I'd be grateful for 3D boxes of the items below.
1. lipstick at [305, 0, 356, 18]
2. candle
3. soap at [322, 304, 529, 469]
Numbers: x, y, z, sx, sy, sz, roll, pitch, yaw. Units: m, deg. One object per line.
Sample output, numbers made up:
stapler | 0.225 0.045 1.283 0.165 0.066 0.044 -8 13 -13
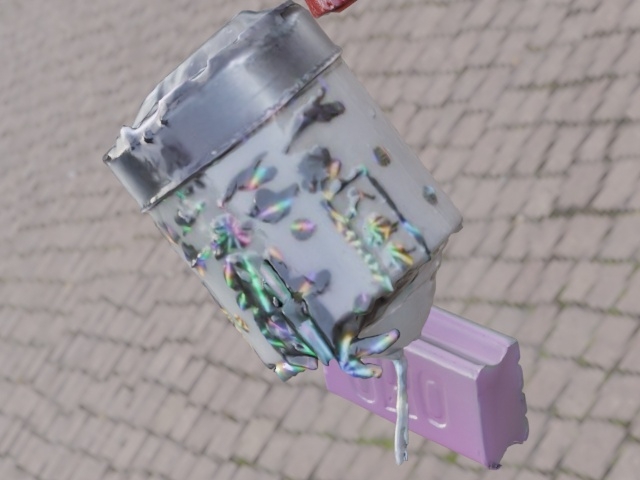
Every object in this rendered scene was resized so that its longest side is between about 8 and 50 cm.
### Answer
lipstick | -0.042 -0.335 1.613 0.073 0.280 0.073 -29 6 3
candle | 0.000 0.000 1.258 0.187 0.330 0.187 -37 4 3
soap | 0.091 0.117 1.625 0.203 0.122 0.065 21 45 38
